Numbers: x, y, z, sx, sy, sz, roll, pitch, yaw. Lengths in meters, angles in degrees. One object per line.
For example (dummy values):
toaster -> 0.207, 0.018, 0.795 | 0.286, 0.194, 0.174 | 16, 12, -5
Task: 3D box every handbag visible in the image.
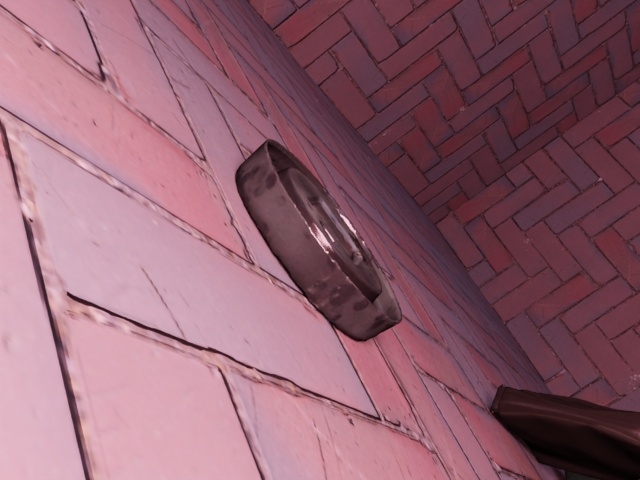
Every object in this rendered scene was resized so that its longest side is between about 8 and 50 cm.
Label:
handbag -> 0.412, 0.295, 1.039 | 0.247, 0.080, 0.223 | 2, -34, 41

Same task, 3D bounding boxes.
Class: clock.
clock -> 0.000, 0.000, 0.653 | 0.215, 0.042, 0.215 | 51, 11, -14

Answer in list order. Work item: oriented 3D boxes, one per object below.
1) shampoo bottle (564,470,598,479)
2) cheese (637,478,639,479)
shampoo bottle -> 0.561, 0.478, 1.189 | 0.222, 0.151, 0.349 | 8, 17, -13
cheese -> 0.523, 0.408, 0.827 | 0.332, 0.153, 0.292 | -15, 73, -35
